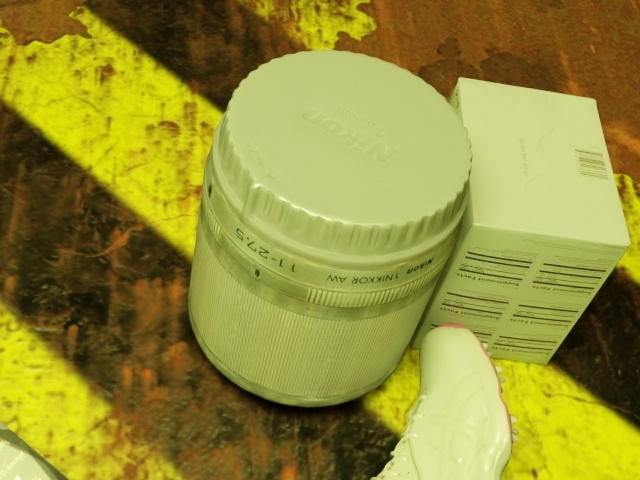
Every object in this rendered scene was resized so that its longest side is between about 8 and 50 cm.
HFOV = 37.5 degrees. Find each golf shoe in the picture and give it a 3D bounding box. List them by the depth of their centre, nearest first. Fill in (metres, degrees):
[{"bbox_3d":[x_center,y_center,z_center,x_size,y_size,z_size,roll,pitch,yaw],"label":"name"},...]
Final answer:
[{"bbox_3d":[0.097,0.200,0.805,0.140,0.115,0.306,3,49,-7],"label":"golf shoe"}]

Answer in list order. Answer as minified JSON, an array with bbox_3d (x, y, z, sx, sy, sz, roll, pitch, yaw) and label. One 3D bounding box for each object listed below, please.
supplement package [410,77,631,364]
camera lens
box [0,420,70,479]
[{"bbox_3d":[0.183,-0.015,0.940,0.149,0.203,0.194,8,50,-7],"label":"supplement package"},{"bbox_3d":[0.000,0.000,0.836,0.220,0.274,0.219,7,49,-8],"label":"camera lens"},{"bbox_3d":[-0.239,0.298,0.597,0.242,0.076,0.307,37,63,9],"label":"box"}]
